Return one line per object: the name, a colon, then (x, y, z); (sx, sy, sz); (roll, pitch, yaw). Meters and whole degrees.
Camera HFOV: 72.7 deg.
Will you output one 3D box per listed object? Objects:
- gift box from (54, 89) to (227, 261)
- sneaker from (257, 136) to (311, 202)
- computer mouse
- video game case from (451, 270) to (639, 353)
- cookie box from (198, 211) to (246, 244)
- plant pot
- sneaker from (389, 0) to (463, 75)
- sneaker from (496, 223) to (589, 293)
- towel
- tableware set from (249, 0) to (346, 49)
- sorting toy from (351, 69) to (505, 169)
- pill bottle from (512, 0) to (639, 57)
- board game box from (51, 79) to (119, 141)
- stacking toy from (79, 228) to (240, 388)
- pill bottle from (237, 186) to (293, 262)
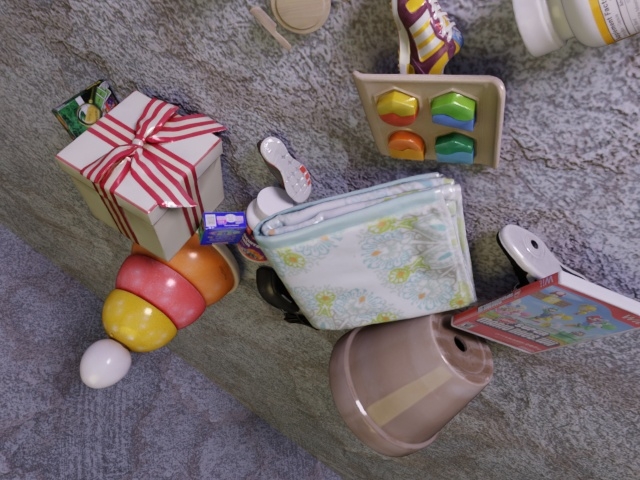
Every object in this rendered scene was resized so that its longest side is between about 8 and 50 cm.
gift box: (-0.340, -0.137, 0.928); (0.276, 0.255, 0.258); (25, 152, 6)
sneaker: (-0.074, -0.148, 0.890); (0.065, 0.061, 0.158); (29, 155, 56)
computer mouse: (-0.089, 0.189, 1.287); (0.183, 0.060, 0.262); (4, 137, 34)
video game case: (0.407, 0.144, 0.793); (0.203, 0.025, 0.285); (21, 151, -11)
cookie box: (-0.222, -0.026, 0.974); (0.091, 0.040, 0.107); (-3, 161, -23)
plant pot: (0.225, 0.294, 1.010); (0.323, 0.323, 0.280); (37, 128, -8)
sneaker: (0.141, -0.275, 0.553); (0.083, 0.070, 0.186); (13, 149, 26)
sneaker: (0.368, 0.068, 0.784); (0.216, 0.079, 0.121); (37, 143, -10)
towel: (0.100, 0.047, 0.847); (0.374, 0.090, 0.321); (-13, 130, 16)
tableware set: (-0.064, -0.370, 0.591); (0.128, 0.039, 0.194); (-24, 134, 35)
sorting toy: (0.157, -0.168, 0.639); (0.208, 0.038, 0.193); (15, 163, 24)
pill bottle: (0.300, -0.258, 0.408); (0.208, 0.118, 0.118); (-11, 127, 44)
board game box: (-0.487, -0.223, 1.019); (0.030, 0.136, 0.260); (15, 143, 32)
stacking toy: (-0.479, 0.180, 1.203); (0.350, 0.480, 0.351); (20, 143, 16)
pill bottle: (-0.125, -0.036, 1.000); (0.108, 0.108, 0.193); (32, 145, 0)
